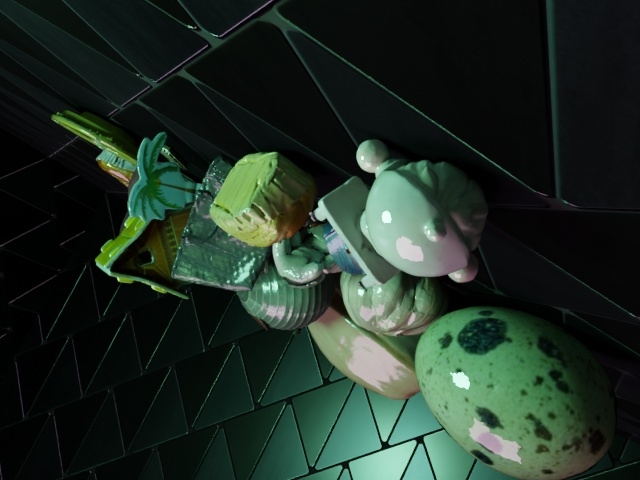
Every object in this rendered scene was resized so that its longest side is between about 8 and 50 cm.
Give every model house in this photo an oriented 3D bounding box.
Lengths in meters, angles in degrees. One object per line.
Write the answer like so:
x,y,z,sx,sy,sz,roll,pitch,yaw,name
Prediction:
-0.328,-0.055,1.595,0.323,0.340,0.300,-19,-166,-23,model house

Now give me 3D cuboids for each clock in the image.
-0.485,-0.237,1.709,0.237,0.057,0.237,27,175,3,clock

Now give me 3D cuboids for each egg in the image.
0.351,0.271,1.393,0.379,0.287,0.287,34,174,10,egg

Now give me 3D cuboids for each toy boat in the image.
0.077,-0.002,1.330,0.102,0.088,0.215,-13,157,18,toy boat

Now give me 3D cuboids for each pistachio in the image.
0.136,0.219,1.944,0.445,0.281,0.365,41,-178,26,pistachio

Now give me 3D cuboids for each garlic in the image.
0.144,0.118,1.537,0.228,0.152,0.228,20,175,2,garlic

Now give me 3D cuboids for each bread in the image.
-0.087,-0.062,1.186,0.106,0.140,0.236,33,171,-20,bread

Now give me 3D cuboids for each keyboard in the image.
-0.330,-0.186,1.665,0.049,0.015,0.129,26,173,11,keyboard

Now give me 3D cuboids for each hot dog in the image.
-0.509,-0.175,2.153,0.268,0.075,0.144,32,171,-28,hot dog

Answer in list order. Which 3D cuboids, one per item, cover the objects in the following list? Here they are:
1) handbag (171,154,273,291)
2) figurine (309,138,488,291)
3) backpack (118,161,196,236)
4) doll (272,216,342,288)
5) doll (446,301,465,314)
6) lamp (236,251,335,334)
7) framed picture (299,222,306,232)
-0.173,-0.019,1.451,0.175,0.270,0.089,20,-161,-13,handbag
0.093,-0.027,0.858,0.144,0.182,0.256,-15,176,-16,figurine
-0.328,-0.034,1.874,0.317,0.283,0.197,22,134,-23,backpack
-0.004,0.026,1.450,0.149,0.095,0.192,31,-141,24,doll
0.334,0.211,1.704,0.346,0.099,0.341,28,179,43,doll
-0.090,0.093,1.771,0.233,0.233,0.265,33,-168,-41,lamp
0.000,0.000,1.799,0.216,0.016,0.273,29,172,-19,framed picture
